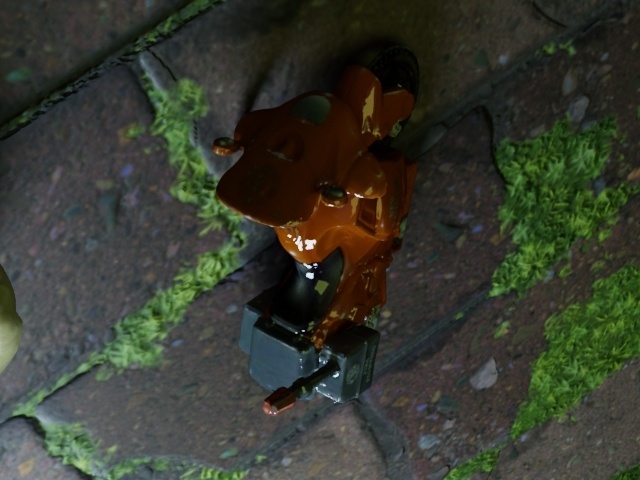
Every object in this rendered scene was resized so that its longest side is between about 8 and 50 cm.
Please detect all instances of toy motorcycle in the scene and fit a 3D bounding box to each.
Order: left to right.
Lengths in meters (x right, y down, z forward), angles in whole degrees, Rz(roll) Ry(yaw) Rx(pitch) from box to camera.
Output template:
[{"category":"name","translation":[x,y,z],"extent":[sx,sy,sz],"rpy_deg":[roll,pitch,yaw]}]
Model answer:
[{"category":"toy motorcycle","translation":[0.000,0.000,1.052],"extent":[0.221,0.148,0.326],"rpy_deg":[-24,132,-47]}]

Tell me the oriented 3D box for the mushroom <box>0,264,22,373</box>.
[{"category":"mushroom","translation":[-0.298,0.063,0.914],"extent":[0.154,0.122,0.154],"rpy_deg":[-15,135,-16]}]
